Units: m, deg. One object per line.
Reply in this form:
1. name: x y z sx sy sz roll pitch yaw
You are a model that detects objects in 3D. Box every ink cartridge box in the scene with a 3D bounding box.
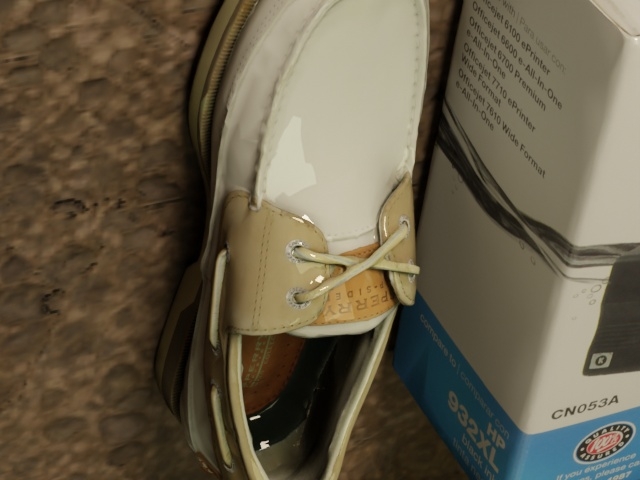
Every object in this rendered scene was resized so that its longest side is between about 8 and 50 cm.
1. ink cartridge box: 0.178 -0.031 0.919 0.223 0.129 0.307 -13 136 -22

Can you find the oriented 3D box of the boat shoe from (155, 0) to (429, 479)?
1. boat shoe: 0.000 0.000 0.852 0.113 0.103 0.302 -11 136 -25
